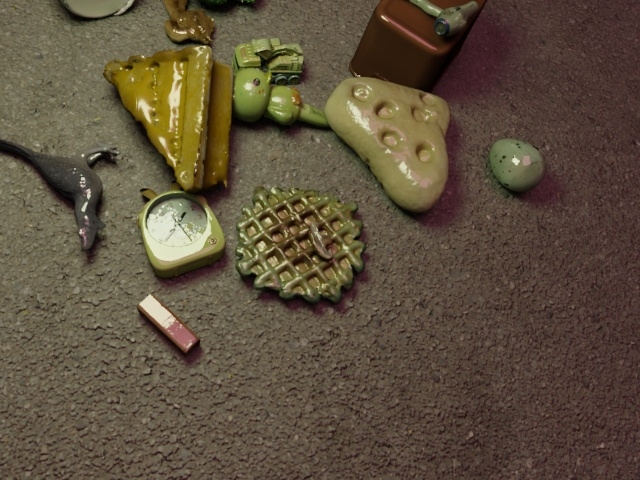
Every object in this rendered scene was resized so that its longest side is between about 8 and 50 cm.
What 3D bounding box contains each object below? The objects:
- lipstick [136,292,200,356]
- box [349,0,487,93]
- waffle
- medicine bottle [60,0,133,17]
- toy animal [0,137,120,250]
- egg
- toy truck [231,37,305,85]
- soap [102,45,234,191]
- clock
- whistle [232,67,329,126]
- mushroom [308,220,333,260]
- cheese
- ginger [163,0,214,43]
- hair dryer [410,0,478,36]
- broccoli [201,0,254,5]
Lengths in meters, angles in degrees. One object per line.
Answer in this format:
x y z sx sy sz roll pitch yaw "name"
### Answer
-0.319 0.178 1.199 0.145 0.045 0.045 41 66 10 "lipstick"
0.274 -0.577 1.562 0.239 0.229 0.339 34 65 3 "box"
-0.045 0.006 1.325 0.310 0.056 0.291 10 64 -10 "waffle"
-0.648 -0.779 1.475 0.214 0.213 0.378 -28 75 -22 "medicine bottle"
-0.555 -0.160 1.285 0.367 0.081 0.206 44 63 14 "toy animal"
0.515 -0.205 1.496 0.131 0.131 0.164 -22 65 -20 "egg"
-0.132 -0.473 1.494 0.191 0.116 0.085 -7 66 -15 "toy truck"
-0.371 -0.261 1.338 0.305 0.169 0.338 -2 80 24 "soap"
-0.325 -0.041 1.285 0.170 0.069 0.231 -19 70 -18 "clock"
-0.108 -0.360 1.438 0.294 0.141 0.141 3 65 -11 "whistle"
0.000 0.000 1.296 0.049 0.019 0.101 -19 71 -21 "mushroom"
0.161 -0.252 1.440 0.329 0.129 0.350 16 63 -10 "cheese"
-0.357 -0.610 1.546 0.133 0.059 0.214 -6 65 -7 "ginger"
0.302 -0.589 1.430 0.167 0.067 0.199 -25 60 -30 "hair dryer"
-0.281 -0.768 1.544 0.262 0.242 0.269 10 84 -31 "broccoli"
